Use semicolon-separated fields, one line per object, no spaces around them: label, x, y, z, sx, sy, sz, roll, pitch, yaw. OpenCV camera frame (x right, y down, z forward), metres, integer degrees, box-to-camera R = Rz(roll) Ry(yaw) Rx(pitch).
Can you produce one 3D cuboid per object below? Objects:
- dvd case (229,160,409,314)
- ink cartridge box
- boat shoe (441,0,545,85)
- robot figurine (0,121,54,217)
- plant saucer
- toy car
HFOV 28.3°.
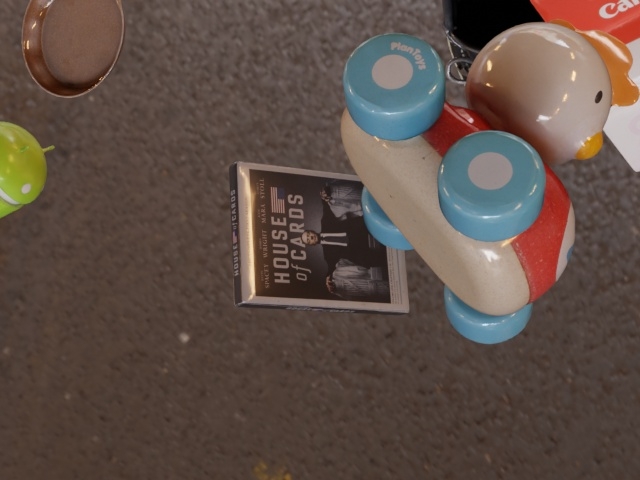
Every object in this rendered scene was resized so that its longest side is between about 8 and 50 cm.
dvd case;0.000;0.000;1.584;0.029;0.239;0.179;-25;64;56
ink cartridge box;0.355;-0.194;1.315;0.189;0.232;0.066;-25;40;31
boat shoe;0.226;-0.254;1.488;0.187;0.500;0.156;1;55;16
robot figurine;-0.253;-0.045;0.935;0.115;0.101;0.067;-25;91;14
plant saucer;-0.308;-0.263;1.608;0.168;0.029;0.168;-2;87;30
toy car;0.159;-0.080;0.972;0.238;0.219;0.210;-35;64;-11
